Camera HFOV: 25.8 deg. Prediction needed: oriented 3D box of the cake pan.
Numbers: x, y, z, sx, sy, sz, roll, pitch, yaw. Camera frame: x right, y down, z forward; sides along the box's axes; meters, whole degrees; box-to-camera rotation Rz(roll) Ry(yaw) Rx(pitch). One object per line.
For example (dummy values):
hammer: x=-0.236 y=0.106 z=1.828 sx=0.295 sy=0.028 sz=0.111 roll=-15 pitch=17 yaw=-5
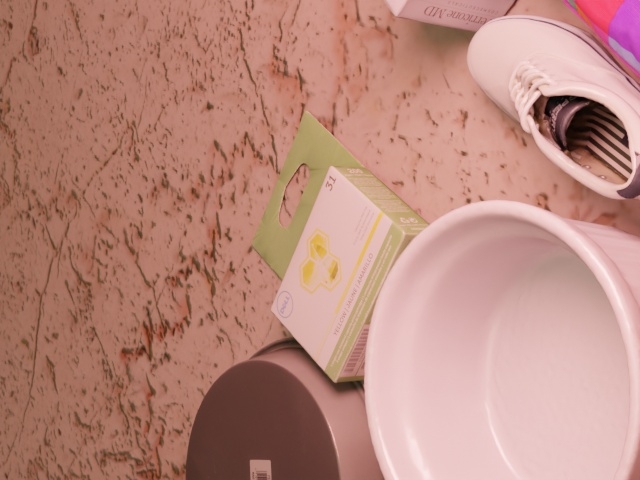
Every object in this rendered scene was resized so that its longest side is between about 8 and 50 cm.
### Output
cake pan: x=-0.041 y=0.242 z=1.385 sx=0.293 sy=0.054 sz=0.293 roll=-4 pitch=85 yaw=50

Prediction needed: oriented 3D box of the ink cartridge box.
ink cartridge box: x=0.000 y=0.000 z=1.350 sx=0.235 sy=0.056 sz=0.171 roll=45 pitch=122 yaw=39

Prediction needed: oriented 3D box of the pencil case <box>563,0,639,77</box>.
pencil case: x=0.231 y=-0.192 z=1.047 sx=0.236 sy=0.104 sz=0.104 roll=51 pitch=125 yaw=37

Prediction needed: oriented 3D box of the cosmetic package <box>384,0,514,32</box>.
cosmetic package: x=0.146 y=-0.283 z=1.141 sx=0.231 sy=0.117 sz=0.085 roll=-55 pitch=48 yaw=34

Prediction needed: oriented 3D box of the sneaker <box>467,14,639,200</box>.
sneaker: x=0.192 y=-0.112 z=1.094 sx=0.258 sy=0.091 sz=0.094 roll=40 pitch=118 yaw=44

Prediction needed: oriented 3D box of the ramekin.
ramekin: x=0.173 y=0.110 z=1.073 sx=0.277 sy=0.135 sz=0.277 roll=-2 pitch=87 yaw=50
